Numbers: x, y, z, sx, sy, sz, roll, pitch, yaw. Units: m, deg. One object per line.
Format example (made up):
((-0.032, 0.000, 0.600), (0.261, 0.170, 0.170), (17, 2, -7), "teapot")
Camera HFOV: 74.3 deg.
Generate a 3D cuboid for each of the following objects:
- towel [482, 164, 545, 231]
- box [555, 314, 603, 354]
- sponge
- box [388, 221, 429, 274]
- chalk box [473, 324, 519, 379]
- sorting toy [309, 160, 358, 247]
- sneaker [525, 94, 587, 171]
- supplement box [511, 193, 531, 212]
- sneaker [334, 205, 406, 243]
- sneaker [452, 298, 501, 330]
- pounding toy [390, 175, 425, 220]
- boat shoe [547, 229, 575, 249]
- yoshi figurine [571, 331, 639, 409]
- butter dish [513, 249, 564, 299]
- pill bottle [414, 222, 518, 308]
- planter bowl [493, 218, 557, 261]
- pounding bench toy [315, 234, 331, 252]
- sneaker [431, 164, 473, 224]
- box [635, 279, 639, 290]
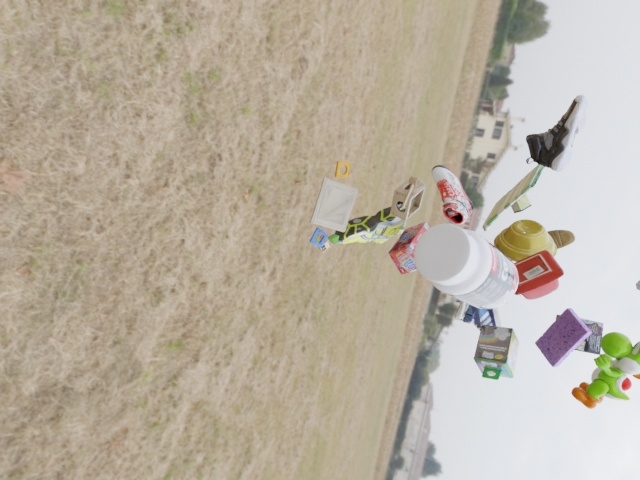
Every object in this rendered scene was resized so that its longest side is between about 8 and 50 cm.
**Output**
((0.866, -0.193, 1.900), (0.248, 0.038, 0.325), (-44, 171, -37), "towel")
((1.313, 0.474, 2.159), (0.247, 0.142, 0.164), (30, 70, -79), "box")
((0.920, 0.371, 1.610), (0.117, 0.031, 0.210), (-109, -146, -49), "sponge")
((0.437, 0.034, 1.984), (0.128, 0.122, 0.257), (58, 40, -11), "box")
((0.722, 0.477, 1.740), (0.132, 0.132, 0.213), (52, 52, -36), "chalk box")
((0.049, -0.140, 1.648), (0.195, 0.047, 0.348), (13, 97, -41), "sorting toy")
((0.823, -0.384, 1.491), (0.101, 0.153, 0.269), (13, 98, -46), "sneaker")
((1.082, -0.205, 2.294), (0.083, 0.083, 0.056), (-27, -178, -21), "supplement box")
((0.251, -0.040, 2.035), (0.145, 0.384, 0.147), (-126, -157, -56), "sneaker")
((0.825, 0.437, 2.236), (0.130, 0.236, 0.323), (9, 73, -71), "sneaker")
((0.357, -0.195, 1.787), (0.181, 0.094, 0.206), (-39, 147, -35), "pounding toy")
((1.086, 0.026, 2.063), (0.096, 0.276, 0.098), (39, 38, -56), "boat shoe")
((1.204, 0.524, 1.778), (0.204, 0.202, 0.362), (-81, -164, -63), "yoshi figurine")
((0.701, 0.133, 1.372), (0.118, 0.160, 0.160), (54, 21, -20), "butter dish")
((0.359, 0.066, 1.033), (0.283, 0.161, 0.162), (24, 79, -45), "pill bottle")
((0.761, -0.016, 1.561), (0.217, 0.217, 0.091), (-57, 147, -47), "planter bowl")
((0.000, 0.000, 1.974), (0.052, 0.083, 0.065), (-38, 149, -9), "pounding bench toy")
((0.564, -0.197, 1.851), (0.090, 0.270, 0.145), (-29, -168, 47), "sneaker")
((1.314, 0.163, 1.569), (0.145, 0.186, 0.038), (-41, 123, -8), "box")
